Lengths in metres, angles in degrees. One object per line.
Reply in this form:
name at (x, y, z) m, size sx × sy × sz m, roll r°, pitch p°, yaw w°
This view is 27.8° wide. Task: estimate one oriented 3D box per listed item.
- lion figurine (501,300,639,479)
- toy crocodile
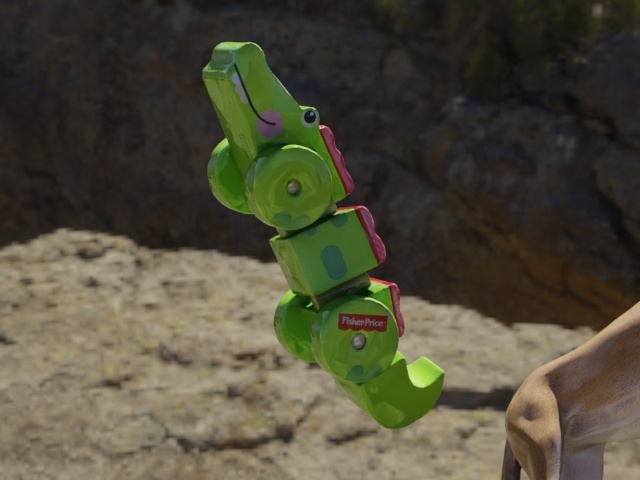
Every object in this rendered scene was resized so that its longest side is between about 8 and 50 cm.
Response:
lion figurine at (0.250, 0.113, 1.015) m, size 0.392 × 0.142 × 0.240 m, roll -32°, pitch 35°, yaw 17°
toy crocodile at (0.000, 0.000, 1.015) m, size 0.105 × 0.340 × 0.115 m, roll -27°, pitch 13°, yaw -17°
